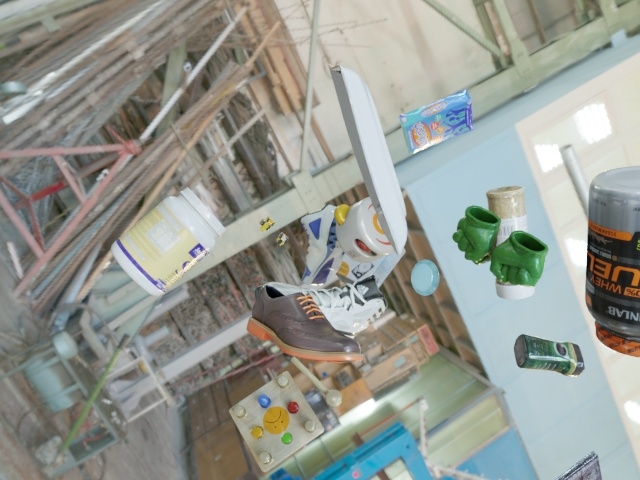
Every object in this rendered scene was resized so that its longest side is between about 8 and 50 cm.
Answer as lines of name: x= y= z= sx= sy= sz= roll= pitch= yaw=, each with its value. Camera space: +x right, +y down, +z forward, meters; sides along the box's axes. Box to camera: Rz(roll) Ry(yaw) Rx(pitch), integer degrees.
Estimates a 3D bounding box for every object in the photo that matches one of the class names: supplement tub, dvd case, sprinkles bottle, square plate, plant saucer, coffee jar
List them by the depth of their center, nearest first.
supplement tub: x=0.624 y=0.040 z=1.053 sx=0.207 sy=0.206 sz=0.338 roll=-142 pitch=-140 yaw=-64
square plate: x=0.094 y=-0.182 z=1.081 sx=0.347 sy=0.049 sz=0.344 roll=-98 pitch=169 yaw=-72
dvd case: x=0.595 y=0.608 z=1.285 sx=0.018 sy=0.164 sz=0.221 roll=41 pitch=-21 yaw=58
coffee jar: x=0.659 y=0.331 z=1.576 sx=0.096 sy=0.184 sz=0.079 roll=-82 pitch=-176 yaw=-46
sprinkles bottle: x=0.616 y=0.007 z=1.777 sx=0.121 sy=0.121 sz=0.356 roll=-154 pitch=-127 yaw=-72
plant saucer: x=0.347 y=0.124 z=1.844 sx=0.021 sy=0.119 sz=0.119 roll=-2 pitch=-62 yaw=61
supplement tub: x=-0.513 y=0.001 z=1.875 sx=0.241 sy=0.331 sz=0.241 roll=47 pitch=-8 yaw=8

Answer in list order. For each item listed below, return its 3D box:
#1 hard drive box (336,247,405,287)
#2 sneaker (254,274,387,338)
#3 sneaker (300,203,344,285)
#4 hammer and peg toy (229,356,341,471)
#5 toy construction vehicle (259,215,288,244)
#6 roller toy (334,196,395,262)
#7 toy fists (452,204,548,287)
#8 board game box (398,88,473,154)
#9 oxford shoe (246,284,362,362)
hard drive box: x=0.189 y=0.079 z=2.149 sx=0.181 sy=0.232 sz=0.089 roll=23 pitch=-20 yaw=45
sneaker: x=0.029 y=0.162 z=1.627 sx=0.447 sy=0.257 sz=0.169 roll=23 pitch=35 yaw=-45
sneaker: x=0.000 y=-0.001 z=2.019 sx=0.182 sy=0.316 sz=0.127 roll=31 pitch=10 yaw=34
hammer and peg toy: x=-0.114 y=0.598 z=1.936 sx=0.266 sy=0.361 sz=0.127 roll=52 pitch=-12 yaw=25
toy construction vehicle: x=-0.126 y=-0.023 z=1.438 sx=0.086 sy=0.035 sz=0.098 roll=41 pitch=10 yaw=-12
roller toy: x=0.149 y=-0.031 z=1.746 sx=0.146 sy=0.209 sz=0.191 roll=-26 pitch=-106 yaw=48
toy fists: x=0.482 y=0.026 z=1.503 sx=0.279 sy=0.096 sz=0.142 roll=37 pitch=-43 yaw=37
board game box: x=0.352 y=-0.355 z=1.660 sx=0.160 sy=0.210 sz=0.047 roll=52 pitch=19 yaw=-62
oxford shoe: x=-0.032 y=0.141 z=0.943 sx=0.271 sy=0.099 sz=0.096 roll=12 pitch=0 yaw=45
